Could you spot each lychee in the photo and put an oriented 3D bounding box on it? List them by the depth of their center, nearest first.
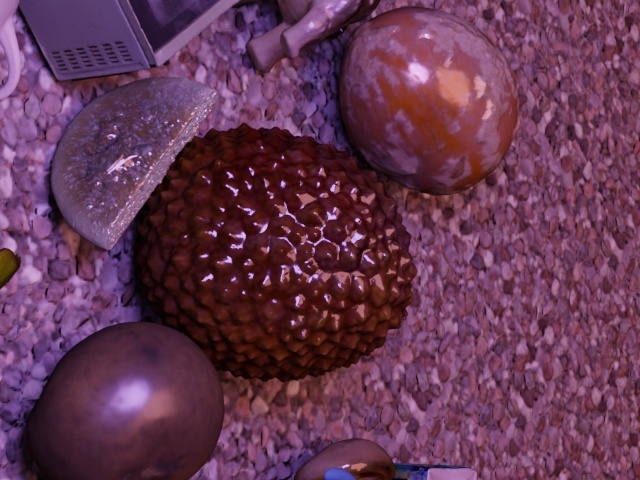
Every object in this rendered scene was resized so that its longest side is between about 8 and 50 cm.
[{"bbox_3d":[-0.037,0.010,1.880,0.267,0.267,0.267,5,83,-47],"label":"lychee"}]

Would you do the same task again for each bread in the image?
[{"bbox_3d":[-0.192,-0.091,1.827,0.193,0.112,0.036,-55,157,-22],"label":"bread"}]

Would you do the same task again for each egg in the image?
[{"bbox_3d":[0.114,-0.153,2.098,0.233,0.195,0.195,35,62,-44],"label":"egg"}]

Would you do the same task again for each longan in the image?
[{"bbox_3d":[-0.178,0.158,1.781,0.187,0.167,0.167,-36,112,-44],"label":"longan"}]

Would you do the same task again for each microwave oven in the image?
[{"bbox_3d":[-0.161,-0.247,1.832,0.205,0.163,0.129,-45,118,-38],"label":"microwave oven"}]

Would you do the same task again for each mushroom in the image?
[{"bbox_3d":[0.037,0.370,2.049,0.159,0.122,0.329,-28,112,-83],"label":"mushroom"}]

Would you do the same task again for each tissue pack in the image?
[{"bbox_3d":[0.101,0.281,2.109,0.085,0.111,0.079,9,81,-45],"label":"tissue pack"}]

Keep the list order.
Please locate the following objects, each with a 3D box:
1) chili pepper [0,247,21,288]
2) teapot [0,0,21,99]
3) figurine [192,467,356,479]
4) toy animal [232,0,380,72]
[{"bbox_3d":[-0.327,0.087,1.712,0.052,0.050,0.202,87,25,-66],"label":"chili pepper"},{"bbox_3d":[-0.318,-0.234,1.710,0.159,0.116,0.245,-71,151,-66],"label":"teapot"},{"bbox_3d":[-0.026,0.309,1.900,0.262,0.154,0.180,10,39,-14],"label":"figurine"},{"bbox_3d":[-0.008,-0.258,2.001,0.168,0.233,0.121,-23,95,-4],"label":"toy animal"}]
